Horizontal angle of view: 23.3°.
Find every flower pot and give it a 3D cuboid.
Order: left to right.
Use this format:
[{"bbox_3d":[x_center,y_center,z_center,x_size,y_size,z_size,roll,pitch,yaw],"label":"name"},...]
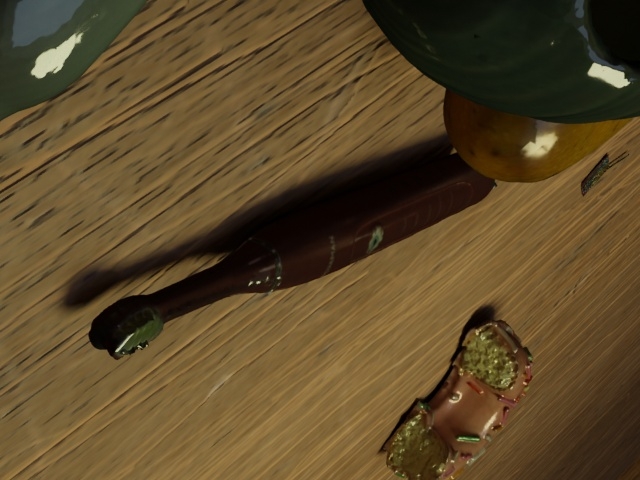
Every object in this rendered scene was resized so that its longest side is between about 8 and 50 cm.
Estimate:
[{"bbox_3d":[0.113,-0.146,0.621,0.243,0.157,0.189,-24,129,-41],"label":"flower pot"}]

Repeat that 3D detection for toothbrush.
[{"bbox_3d":[-0.001,-0.001,0.836,0.364,0.041,0.041,-22,146,-55],"label":"toothbrush"}]

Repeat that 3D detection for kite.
[{"bbox_3d":[0.245,-0.065,1.329,0.078,0.002,0.044,-40,158,-26],"label":"kite"}]

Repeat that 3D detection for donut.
[{"bbox_3d":[0.130,0.142,1.352,0.166,0.065,0.117,-55,160,17],"label":"donut"}]

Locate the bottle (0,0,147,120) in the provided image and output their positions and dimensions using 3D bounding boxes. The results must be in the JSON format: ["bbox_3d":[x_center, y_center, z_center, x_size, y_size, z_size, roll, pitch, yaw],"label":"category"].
[{"bbox_3d":[-0.043,-0.145,0.427,0.096,0.079,0.253,39,89,-33],"label":"bottle"}]

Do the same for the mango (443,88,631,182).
[{"bbox_3d":[0.153,-0.139,0.818,0.295,0.120,0.177,-39,165,-26],"label":"mango"}]
